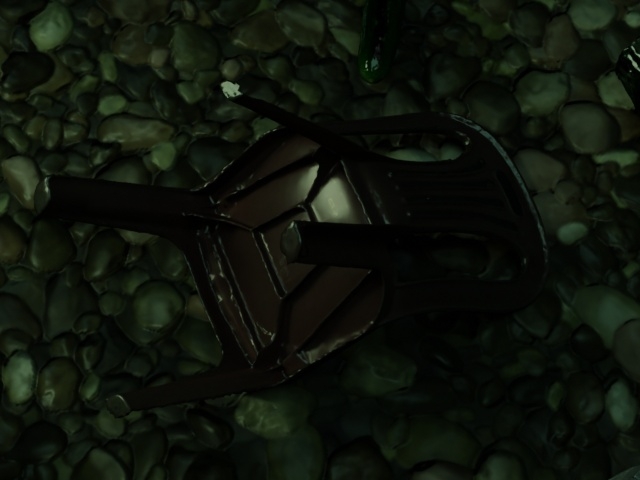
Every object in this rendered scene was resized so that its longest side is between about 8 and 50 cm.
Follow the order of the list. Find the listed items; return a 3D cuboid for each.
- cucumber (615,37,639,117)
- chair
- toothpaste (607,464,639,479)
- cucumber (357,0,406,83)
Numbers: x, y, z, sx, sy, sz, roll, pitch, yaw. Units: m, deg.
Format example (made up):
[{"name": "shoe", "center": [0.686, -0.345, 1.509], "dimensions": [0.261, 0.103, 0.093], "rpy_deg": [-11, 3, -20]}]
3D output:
[{"name": "cucumber", "center": [0.307, -0.025, 0.961], "dimensions": [0.068, 0.067, 0.293], "rpy_deg": [-17, 72, -13]}, {"name": "chair", "center": [0.000, 0.000, 0.888], "dimensions": [0.326, 0.183, 0.175], "rpy_deg": [5, 57, -54]}, {"name": "toothpaste", "center": [0.270, 0.290, 0.831], "dimensions": [0.114, 0.073, 0.299], "rpy_deg": [-31, 82, -18]}, {"name": "cucumber", "center": [0.056, -0.201, 1.018], "dimensions": [0.036, 0.033, 0.184], "rpy_deg": [5, 64, 18]}]
